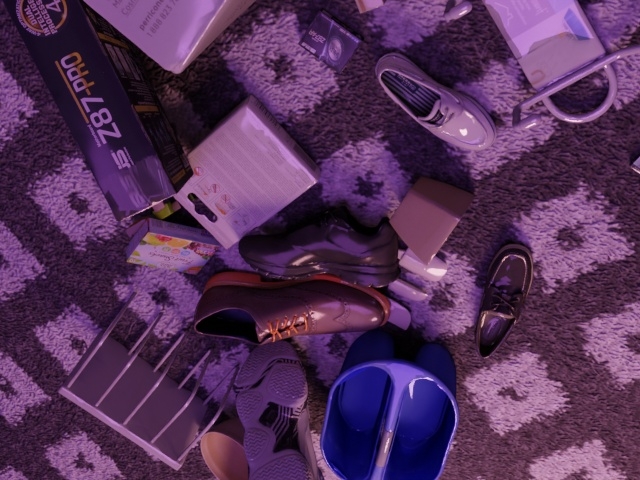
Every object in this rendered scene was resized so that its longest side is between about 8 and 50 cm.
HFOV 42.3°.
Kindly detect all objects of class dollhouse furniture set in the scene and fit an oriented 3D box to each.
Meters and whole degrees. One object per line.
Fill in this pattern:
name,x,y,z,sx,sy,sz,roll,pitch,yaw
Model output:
dollhouse furniture set,-0.295,-0.068,1.497,0.152,0.076,0.058,-27,98,24

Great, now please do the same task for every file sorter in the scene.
file sorter,-0.323,0.268,1.629,0.278,0.193,0.173,37,118,-9

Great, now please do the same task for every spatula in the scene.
spatula,0.090,0.047,1.505,0.242,0.019,0.168,29,124,-1

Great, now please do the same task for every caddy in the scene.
caddy,0.130,0.338,1.569,0.241,0.179,0.341,12,122,5

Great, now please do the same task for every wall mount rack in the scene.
wall mount rack,0.358,-0.317,1.158,0.304,0.130,0.350,-28,111,26

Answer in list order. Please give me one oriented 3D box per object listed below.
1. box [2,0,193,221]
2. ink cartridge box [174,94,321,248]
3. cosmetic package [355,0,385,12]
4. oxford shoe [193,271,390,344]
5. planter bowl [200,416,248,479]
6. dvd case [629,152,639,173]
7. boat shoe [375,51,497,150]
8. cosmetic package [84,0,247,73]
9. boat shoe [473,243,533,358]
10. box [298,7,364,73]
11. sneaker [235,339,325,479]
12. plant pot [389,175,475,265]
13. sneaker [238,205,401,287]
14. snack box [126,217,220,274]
box,-0.297,-0.207,1.193,0.097,0.395,0.318,-27,101,-1
ink cartridge box,-0.140,-0.114,1.434,0.225,0.056,0.181,-35,108,26
cosmetic package,0.060,-0.401,1.220,0.041,0.060,0.115,-15,114,22
oxford shoe,-0.055,0.144,1.517,0.364,0.132,0.130,0,124,16
planter bowl,-0.153,0.430,1.716,0.162,0.109,0.162,20,128,27
dvd case,0.556,-0.136,1.287,0.087,0.013,0.119,34,122,-8
boat shoe,0.176,-0.204,1.298,0.226,0.076,0.083,31,122,-6
cosmetic package,-0.157,-0.481,1.025,0.327,0.393,0.329,39,121,-10
boat shoe,0.321,0.113,1.452,0.080,0.073,0.223,15,122,4
box,0.017,-0.314,1.305,0.083,0.018,0.067,35,121,-8
sneaker,-0.074,0.386,1.585,0.137,0.365,0.210,-9,144,2
plant pot,0.180,-0.043,1.382,0.096,0.109,0.109,34,122,7
sneaker,0.000,0.000,1.442,0.286,0.109,0.130,3,112,2
snack box,-0.269,0.012,1.507,0.141,0.037,0.100,13,141,-32
